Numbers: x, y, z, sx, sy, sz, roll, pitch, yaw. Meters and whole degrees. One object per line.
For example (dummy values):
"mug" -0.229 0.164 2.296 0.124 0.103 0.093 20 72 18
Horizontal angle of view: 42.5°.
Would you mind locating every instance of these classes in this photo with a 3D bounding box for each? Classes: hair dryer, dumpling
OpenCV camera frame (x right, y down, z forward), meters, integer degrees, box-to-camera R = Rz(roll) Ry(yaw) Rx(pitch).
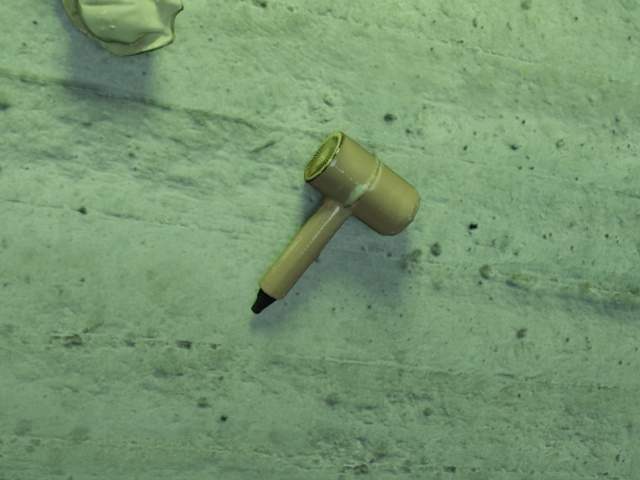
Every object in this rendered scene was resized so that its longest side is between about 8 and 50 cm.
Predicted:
"hair dryer" 0.000 0.000 1.424 0.189 0.107 0.344 35 101 -22
"dumpling" -0.302 -0.345 1.243 0.199 0.118 0.136 14 116 10
